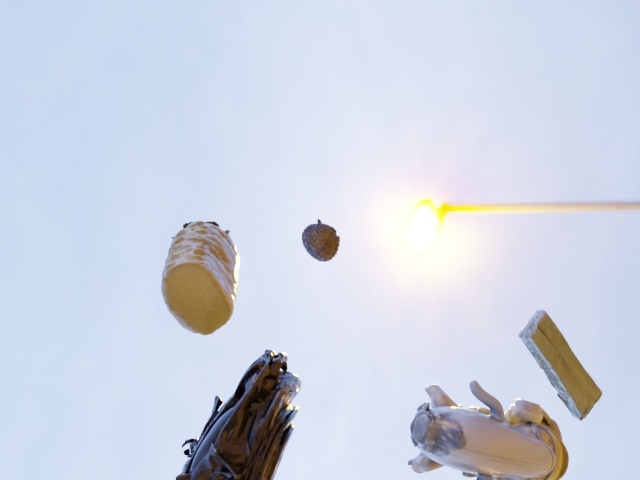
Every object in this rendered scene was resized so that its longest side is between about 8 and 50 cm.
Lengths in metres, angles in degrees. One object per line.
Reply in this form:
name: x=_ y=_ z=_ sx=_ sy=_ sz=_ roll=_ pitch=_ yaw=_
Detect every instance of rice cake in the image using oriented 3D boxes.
rice cake: x=0.487 y=0.252 z=1.873 sx=0.085 sy=0.040 sz=0.226 roll=-38 pitch=-84 yaw=-30

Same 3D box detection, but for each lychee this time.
lychee: x=0.000 y=0.000 z=1.722 sx=0.068 sy=0.067 sz=0.083 roll=-2 pitch=-109 yaw=-45

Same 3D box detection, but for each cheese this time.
cheese: x=-0.171 y=0.049 z=1.338 sx=0.167 sy=0.094 sz=0.123 roll=-94 pitch=-17 yaw=-67

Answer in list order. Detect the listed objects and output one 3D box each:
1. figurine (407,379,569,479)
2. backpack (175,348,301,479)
figurine: x=0.180 y=0.227 z=1.039 sx=0.184 sy=0.208 sz=0.128 roll=20 pitch=-98 yaw=-30
backpack: x=-0.101 y=0.260 z=1.179 sx=0.133 sy=0.206 sz=0.258 roll=29 pitch=-88 yaw=0
